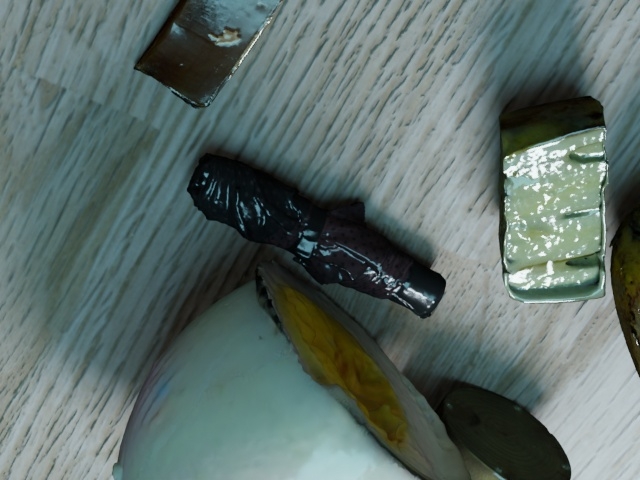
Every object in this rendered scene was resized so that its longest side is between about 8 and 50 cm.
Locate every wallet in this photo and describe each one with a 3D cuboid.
[{"bbox_3d":[-0.112,-0.226,1.590,0.095,0.026,0.176,31,113,-12],"label":"wallet"}]

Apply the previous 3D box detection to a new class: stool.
[{"bbox_3d":[0.160,0.331,1.834,0.179,0.179,0.264,23,116,-15],"label":"stool"}]

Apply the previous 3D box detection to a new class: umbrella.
[{"bbox_3d":[0.000,0.000,1.688,0.326,0.094,0.090,28,129,-17],"label":"umbrella"}]

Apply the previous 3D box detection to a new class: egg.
[{"bbox_3d":[-0.065,0.255,1.651,0.340,0.354,0.354,-43,113,11],"label":"egg"}]

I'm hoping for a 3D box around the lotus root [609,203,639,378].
[{"bbox_3d":[0.442,0.114,1.713,0.179,0.196,0.397,-17,120,19],"label":"lotus root"}]

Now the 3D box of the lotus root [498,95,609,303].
[{"bbox_3d":[0.252,-0.052,1.645,0.119,0.138,0.234,-3,120,5],"label":"lotus root"}]
